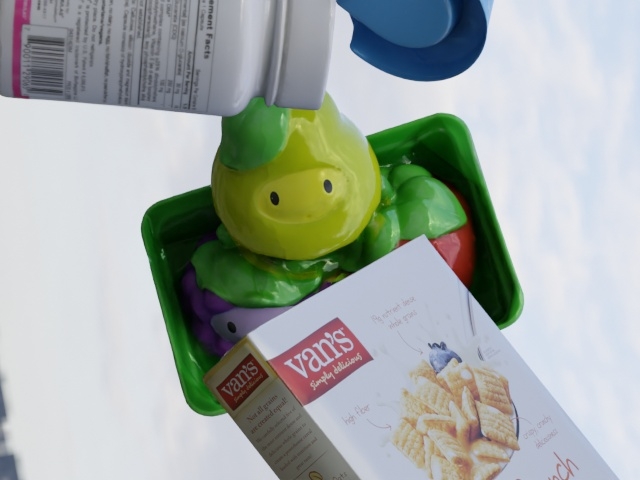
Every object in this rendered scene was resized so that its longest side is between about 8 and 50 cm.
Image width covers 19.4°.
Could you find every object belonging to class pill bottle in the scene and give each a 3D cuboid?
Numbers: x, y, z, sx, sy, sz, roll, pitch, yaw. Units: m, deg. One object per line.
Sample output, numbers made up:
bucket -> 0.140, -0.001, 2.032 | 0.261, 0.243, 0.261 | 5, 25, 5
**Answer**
pill bottle -> -0.134, -0.191, 1.614 | 0.160, 0.283, 0.160 | -175, -90, -84

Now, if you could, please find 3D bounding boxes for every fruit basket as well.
fruit basket -> 0.000, 0.000, 1.921 | 0.392, 0.392, 0.283 | 116, -40, -67

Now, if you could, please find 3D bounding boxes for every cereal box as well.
cereal box -> 0.072, 0.121, 0.917 | 0.240, 0.173, 0.047 | 51, -54, 7

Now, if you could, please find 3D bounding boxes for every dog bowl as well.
dog bowl -> 0.032, -0.269, 1.685 | 0.166, 0.297, 0.074 | -45, -168, 53
